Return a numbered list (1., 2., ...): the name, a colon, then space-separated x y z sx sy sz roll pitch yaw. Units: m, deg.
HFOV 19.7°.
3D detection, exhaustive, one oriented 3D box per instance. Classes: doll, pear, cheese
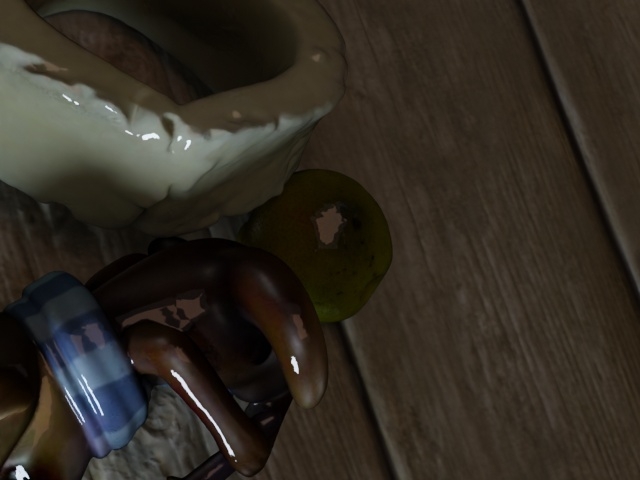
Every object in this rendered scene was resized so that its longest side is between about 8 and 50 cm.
1. doll: -0.156 0.121 1.458 0.339 0.318 0.209 -21 124 -26
2. pear: 0.000 0.000 1.639 0.141 0.104 0.141 10 63 -19
3. cheese: -0.155 -0.154 1.560 0.332 0.153 0.292 33 48 5
